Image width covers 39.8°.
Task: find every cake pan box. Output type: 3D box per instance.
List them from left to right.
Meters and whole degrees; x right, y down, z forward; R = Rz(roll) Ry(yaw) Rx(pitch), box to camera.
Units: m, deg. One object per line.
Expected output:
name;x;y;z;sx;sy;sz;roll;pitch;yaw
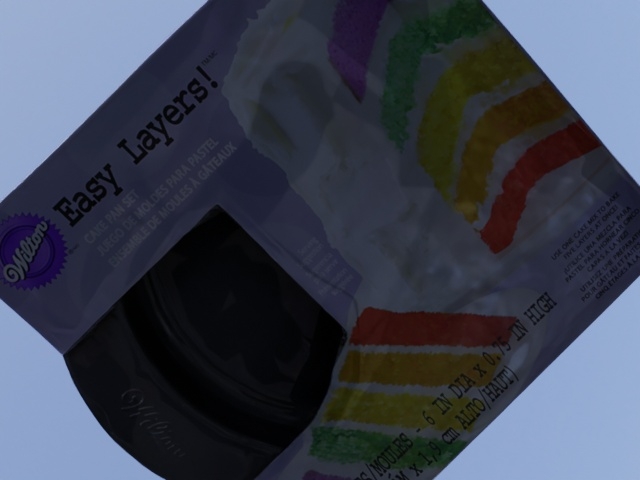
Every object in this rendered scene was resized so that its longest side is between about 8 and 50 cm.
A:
cake pan box;0.000;0.000;0.437;0.267;0.070;0.245;-43;-79;-1
